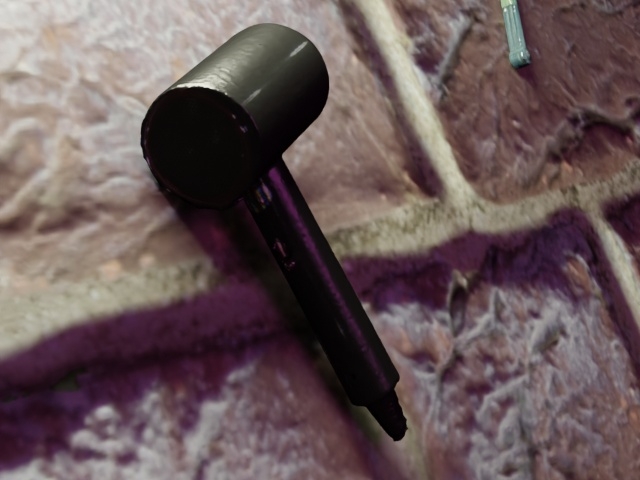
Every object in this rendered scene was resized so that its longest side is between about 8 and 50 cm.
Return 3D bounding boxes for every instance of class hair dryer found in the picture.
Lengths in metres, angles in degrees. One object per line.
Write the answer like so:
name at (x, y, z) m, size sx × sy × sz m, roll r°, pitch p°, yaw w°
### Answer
hair dryer at (0.000, 0.001, 0.884) m, size 0.248 × 0.070 × 0.114 m, roll 60°, pitch 33°, yaw -15°

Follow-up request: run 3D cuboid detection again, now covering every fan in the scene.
fan at (0.156, -0.223, 1.295) m, size 0.038 × 0.016 × 0.193 m, roll 29°, pitch 46°, yaw -45°
